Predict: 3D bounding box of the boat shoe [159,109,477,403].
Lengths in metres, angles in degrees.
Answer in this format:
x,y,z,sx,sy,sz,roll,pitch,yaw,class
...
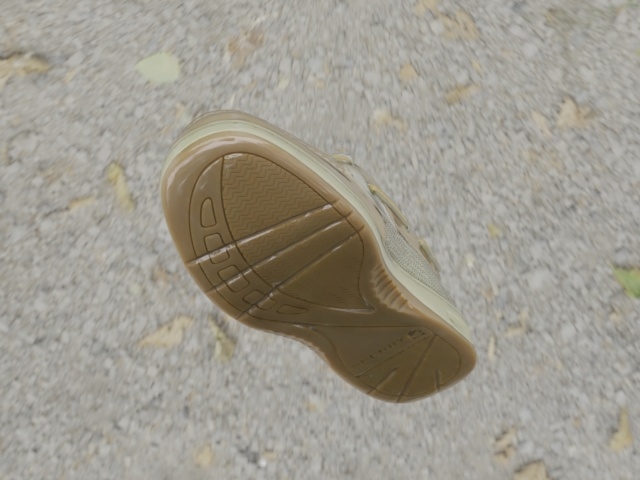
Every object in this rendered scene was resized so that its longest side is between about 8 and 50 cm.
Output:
x,y,z,sx,sy,sz,roll,pitch,yaw,class
0.000,0.000,0.874,0.109,0.098,0.302,-28,140,19,boat shoe
